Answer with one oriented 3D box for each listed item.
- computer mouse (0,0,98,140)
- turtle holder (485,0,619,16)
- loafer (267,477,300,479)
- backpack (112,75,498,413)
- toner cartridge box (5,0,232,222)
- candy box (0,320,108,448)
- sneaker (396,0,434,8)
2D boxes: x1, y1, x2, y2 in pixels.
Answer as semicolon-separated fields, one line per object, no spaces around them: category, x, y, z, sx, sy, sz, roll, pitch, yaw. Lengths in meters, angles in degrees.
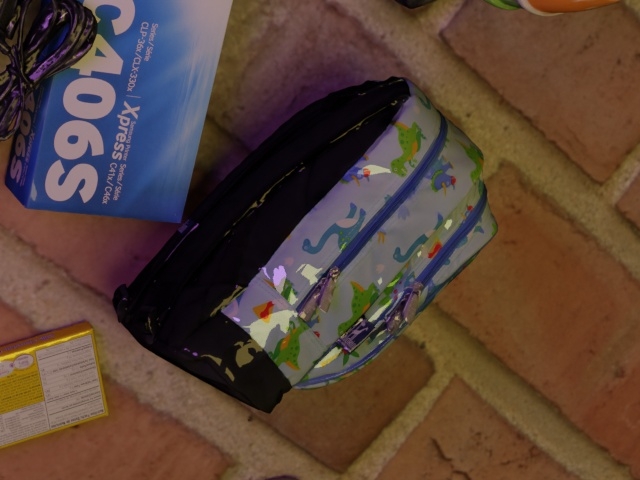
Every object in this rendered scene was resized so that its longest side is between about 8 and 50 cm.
computer mouse;-0.354;-0.215;1.735;0.272;0.072;0.188;43;88;-19
turtle holder;0.259;-0.368;1.866;0.320;0.227;0.243;-63;144;-22
loafer;-0.076;0.306;2.132;0.148;0.050;0.056;-21;119;-18
backpack;0.000;0.000;1.912;0.273;0.290;0.355;32;83;-17
toner cartridge box;-0.181;-0.195;1.847;0.165;0.075;0.347;4;109;-29
candy box;-0.319;0.157;1.958;0.206;0.027;0.105;-16;120;-20
sneaker;0.071;-0.322;1.918;0.106;0.078;0.234;-39;125;-10
